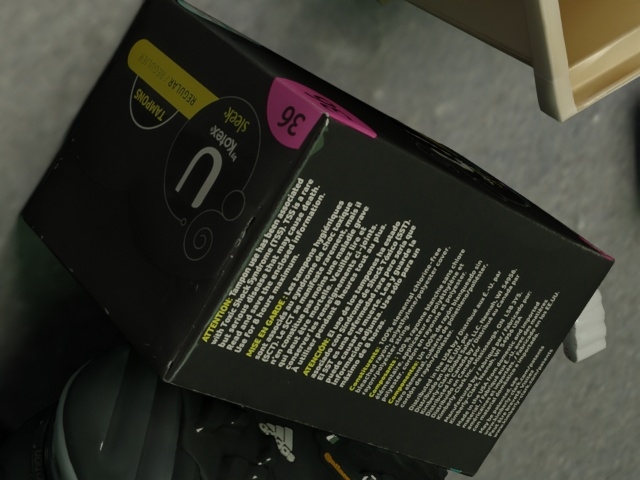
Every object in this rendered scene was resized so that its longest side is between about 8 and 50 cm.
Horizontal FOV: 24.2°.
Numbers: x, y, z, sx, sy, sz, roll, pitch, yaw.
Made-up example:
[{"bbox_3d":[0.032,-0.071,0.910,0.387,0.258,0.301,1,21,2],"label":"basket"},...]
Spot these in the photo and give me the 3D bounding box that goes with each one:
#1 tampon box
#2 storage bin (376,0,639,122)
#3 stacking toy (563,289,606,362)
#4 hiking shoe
[{"bbox_3d":[0.000,0.000,0.543,0.161,0.120,0.101,24,101,-43],"label":"tampon box"},{"bbox_3d":[0.121,-0.225,0.486,0.260,0.123,0.262,-30,126,-18],"label":"storage bin"},{"bbox_3d":[0.163,-0.065,0.675,0.167,0.052,0.221,-22,121,-19],"label":"stacking toy"},{"bbox_3d":[-0.036,0.123,0.626,0.132,0.113,0.304,-30,145,22],"label":"hiking shoe"}]
